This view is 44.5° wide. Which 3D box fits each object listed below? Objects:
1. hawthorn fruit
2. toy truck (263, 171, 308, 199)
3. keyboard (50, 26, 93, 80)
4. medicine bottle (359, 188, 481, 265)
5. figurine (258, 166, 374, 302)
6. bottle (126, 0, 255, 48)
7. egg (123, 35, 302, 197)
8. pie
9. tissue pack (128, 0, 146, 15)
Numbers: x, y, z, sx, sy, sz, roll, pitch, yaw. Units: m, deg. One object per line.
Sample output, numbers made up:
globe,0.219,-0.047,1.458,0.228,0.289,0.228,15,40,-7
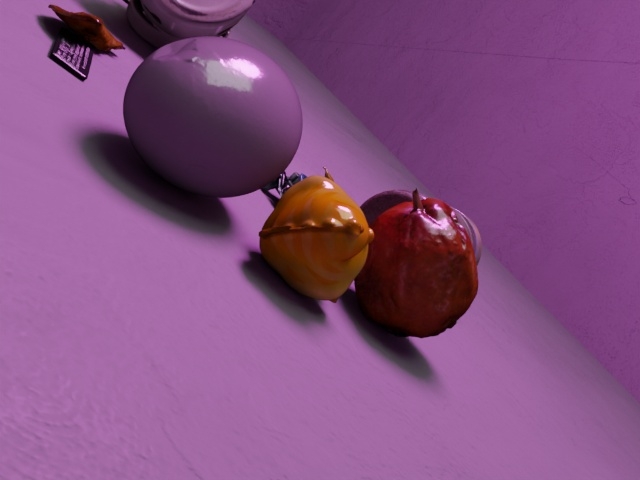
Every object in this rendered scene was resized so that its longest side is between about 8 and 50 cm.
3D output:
hawthorn fruit,0.119,0.038,1.005,0.173,0.173,0.179,45,-19,14
toy truck,-0.023,-0.063,1.133,0.080,0.078,0.154,34,14,-38
keyboard,-0.316,-0.241,1.001,0.053,0.010,0.155,37,13,-27
medicine bottle,0.164,0.004,1.299,0.151,0.151,0.322,46,13,18
figurine,0.000,0.000,0.925,0.246,0.131,0.156,54,31,-78
bottle,-0.243,-0.449,1.429,0.229,0.229,0.351,38,-9,-15
egg,-0.119,-0.136,0.863,0.176,0.176,0.232,47,19,24
pie,-0.327,-0.295,1.082,0.088,0.033,0.191,29,1,-4
tissue pack,-0.338,-0.516,1.670,0.196,0.092,0.148,38,12,-18
